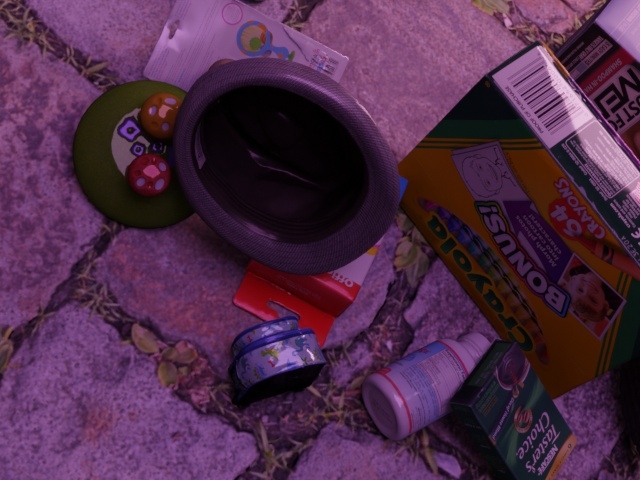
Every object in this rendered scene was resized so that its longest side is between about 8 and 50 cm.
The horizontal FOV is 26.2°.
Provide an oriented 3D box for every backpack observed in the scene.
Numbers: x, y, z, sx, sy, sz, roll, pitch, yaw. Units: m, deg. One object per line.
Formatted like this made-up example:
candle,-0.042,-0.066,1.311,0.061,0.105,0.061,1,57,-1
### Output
backpack,-0.053,0.137,1.609,0.105,0.114,0.084,-15,76,-22

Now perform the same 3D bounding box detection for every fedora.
fedora,-0.037,-0.106,1.596,0.275,0.244,0.124,39,29,-15

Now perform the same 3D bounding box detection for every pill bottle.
pill bottle,0.137,0.173,1.677,0.160,0.087,0.087,-25,80,-25

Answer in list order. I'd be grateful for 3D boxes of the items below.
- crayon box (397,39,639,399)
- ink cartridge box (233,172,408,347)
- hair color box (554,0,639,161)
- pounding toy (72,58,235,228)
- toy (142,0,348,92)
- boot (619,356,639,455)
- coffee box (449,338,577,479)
crayon box,0.273,-0.012,1.664,0.106,0.313,0.363,-34,84,-29
ink cartridge box,0.000,0.000,1.698,0.134,0.078,0.231,28,65,-6
hair color box,0.491,-0.161,1.865,0.374,0.185,0.113,42,63,-1
pounding toy,-0.173,-0.117,1.637,0.237,0.110,0.183,-19,91,-16
toy,-0.096,-0.221,1.749,0.237,0.056,0.137,24,90,-18
boot,0.501,0.144,1.781,0.222,0.118,0.338,5,63,-18
coffee box,0.238,0.222,1.674,0.113,0.040,0.184,-49,121,-28
